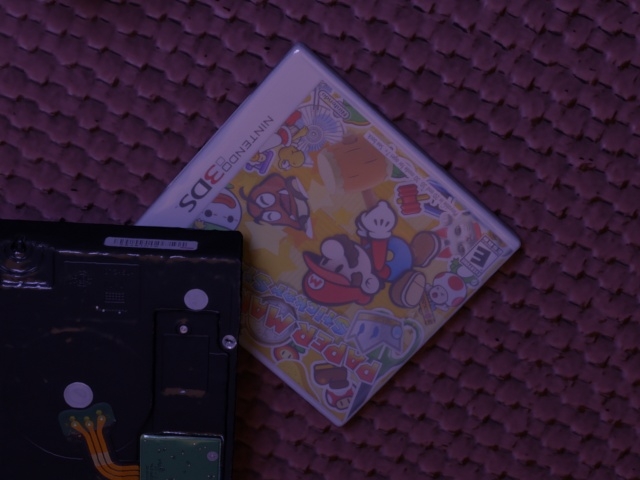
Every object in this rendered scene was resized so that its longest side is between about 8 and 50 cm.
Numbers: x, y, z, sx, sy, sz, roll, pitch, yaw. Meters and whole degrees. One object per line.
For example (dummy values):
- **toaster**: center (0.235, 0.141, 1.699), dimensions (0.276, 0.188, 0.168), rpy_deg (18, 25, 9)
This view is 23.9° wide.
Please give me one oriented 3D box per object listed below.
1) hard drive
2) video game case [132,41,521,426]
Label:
- **hard drive**: center (-0.181, 0.149, 1.157), dimensions (0.236, 0.064, 0.339), rpy_deg (2, 113, -2)
- **video game case**: center (0.000, 0.000, 1.146), dimensions (0.227, 0.026, 0.206), rpy_deg (41, 105, -9)
